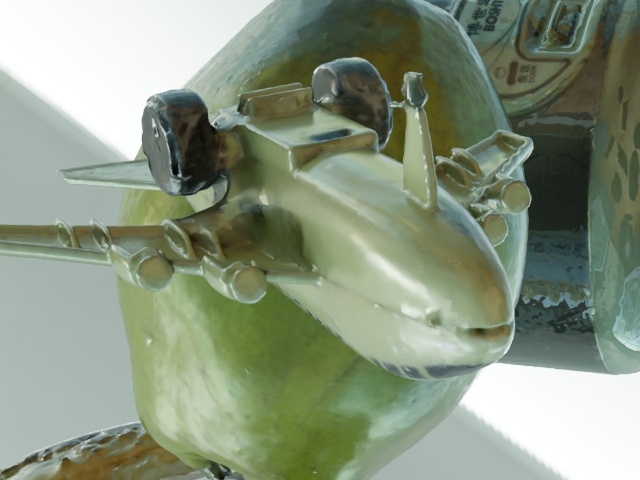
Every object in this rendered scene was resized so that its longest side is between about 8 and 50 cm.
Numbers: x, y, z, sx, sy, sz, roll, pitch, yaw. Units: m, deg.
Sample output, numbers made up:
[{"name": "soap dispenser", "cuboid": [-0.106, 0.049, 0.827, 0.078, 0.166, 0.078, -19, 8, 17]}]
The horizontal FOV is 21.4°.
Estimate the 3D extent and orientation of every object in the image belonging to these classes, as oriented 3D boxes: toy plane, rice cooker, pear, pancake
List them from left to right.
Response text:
[{"name": "pancake", "cuboid": [-0.174, 0.178, 1.191, 0.266, 0.244, 0.057, -12, -102, -17]}, {"name": "toy plane", "cuboid": [-0.004, -0.012, 0.625, 0.242, 0.256, 0.104, -10, -81, -24]}, {"name": "pear", "cuboid": [0.000, 0.000, 0.851, 0.212, 0.212, 0.269, 18, -88, -21]}, {"name": "rice cooker", "cuboid": [0.125, -0.052, 1.182, 0.277, 0.288, 0.288, 5, -122, 22]}]
